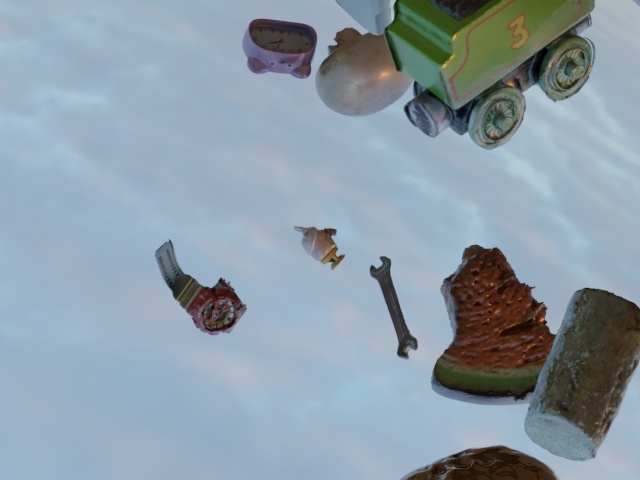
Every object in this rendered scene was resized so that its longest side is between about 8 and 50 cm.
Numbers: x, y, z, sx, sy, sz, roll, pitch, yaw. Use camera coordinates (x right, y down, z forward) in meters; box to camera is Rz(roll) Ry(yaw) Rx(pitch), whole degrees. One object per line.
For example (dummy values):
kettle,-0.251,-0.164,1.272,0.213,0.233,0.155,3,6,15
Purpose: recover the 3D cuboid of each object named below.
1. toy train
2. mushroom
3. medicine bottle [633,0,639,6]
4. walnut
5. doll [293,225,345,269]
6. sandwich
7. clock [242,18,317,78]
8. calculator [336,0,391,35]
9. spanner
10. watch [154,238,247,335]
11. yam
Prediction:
toy train,0.247,-0.286,1.576,0.173,0.307,0.249,46,169,42
mushroom,0.094,-0.359,2.307,0.226,0.226,0.178,3,-123,-49
medicine bottle,0.618,-0.453,1.921,0.254,0.152,0.152,42,-157,9
walnut,0.268,0.538,1.984,0.398,0.354,0.308,-20,-104,-16
doll,0.000,0.000,2.428,0.127,0.084,0.073,42,-170,-3
sandwich,0.309,0.155,2.044,0.250,0.301,0.162,-6,169,-3
clock,-0.080,-0.389,2.247,0.152,0.050,0.110,4,-121,-12
calculator,0.055,-0.419,1.770,0.141,0.045,0.246,45,170,18
spanner,0.186,0.165,2.802,0.017,0.071,0.302,33,-150,-48
watch,-0.243,0.093,2.259,0.165,0.102,0.268,33,-172,-25
yam,0.322,0.166,1.351,0.107,0.194,0.107,25,166,6
